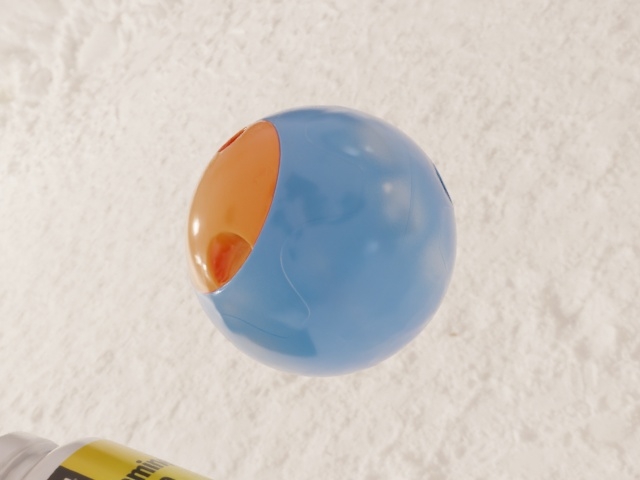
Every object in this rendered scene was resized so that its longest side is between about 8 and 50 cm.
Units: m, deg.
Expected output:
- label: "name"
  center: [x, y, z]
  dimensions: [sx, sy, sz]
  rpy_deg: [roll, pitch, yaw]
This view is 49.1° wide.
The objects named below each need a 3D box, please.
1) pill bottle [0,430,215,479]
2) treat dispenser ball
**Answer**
- label: "pill bottle"
  center: [-0.191, 0.307, 0.686]
  dimensions: [0.334, 0.187, 0.187]
  rpy_deg: [14, 59, 17]
- label: "treat dispenser ball"
  center: [0.000, 0.000, 0.750]
  dimensions: [0.288, 0.288, 0.288]
  rpy_deg: [-26, 38, 23]
